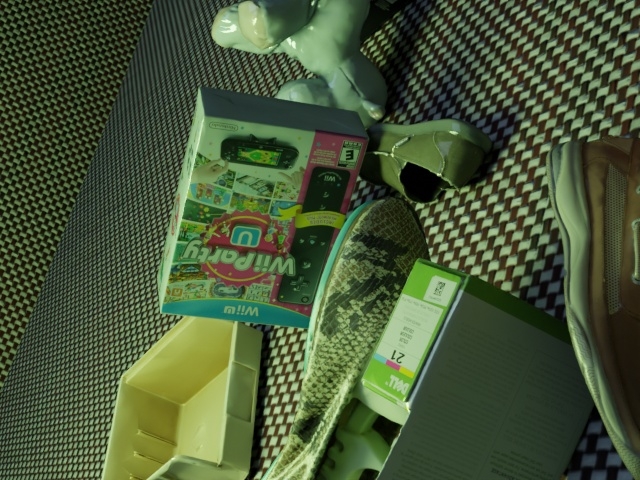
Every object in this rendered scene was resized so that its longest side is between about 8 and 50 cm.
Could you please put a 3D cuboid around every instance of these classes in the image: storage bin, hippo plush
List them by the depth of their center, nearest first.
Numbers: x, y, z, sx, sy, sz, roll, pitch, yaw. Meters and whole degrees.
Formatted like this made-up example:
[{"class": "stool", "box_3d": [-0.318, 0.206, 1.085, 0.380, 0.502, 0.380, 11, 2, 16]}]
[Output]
[{"class": "storage bin", "box_3d": [-0.205, 0.274, 1.638, 0.260, 0.123, 0.262, -43, 31, 39]}, {"class": "hippo plush", "box_3d": [0.002, -0.276, 1.668, 0.294, 0.237, 0.234, -21, 14, -10]}]

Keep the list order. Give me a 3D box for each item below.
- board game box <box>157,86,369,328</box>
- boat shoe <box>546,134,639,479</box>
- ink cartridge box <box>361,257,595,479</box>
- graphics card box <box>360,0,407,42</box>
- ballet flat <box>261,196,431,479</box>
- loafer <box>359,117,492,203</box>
[{"class": "board game box", "box_3d": [-0.083, -0.037, 1.487, 0.097, 0.224, 0.303, -108, 30, -56]}, {"class": "boat shoe", "box_3d": [0.272, 0.042, 0.930, 0.116, 0.123, 0.324, -15, 61, 21]}, {"class": "ink cartridge box", "box_3d": [0.127, 0.171, 1.000, 0.255, 0.188, 0.097, -65, 25, -2]}, {"class": "graphics card box", "box_3d": [0.067, -0.468, 1.708, 0.371, 0.232, 0.094, -37, 34, 46]}, {"class": "ballet flat", "box_3d": [0.044, 0.204, 1.129, 0.182, 0.164, 0.483, 33, 108, 38]}, {"class": "loafer", "box_3d": [0.113, -0.097, 1.413, 0.251, 0.094, 0.087, -7, 56, 61]}]
